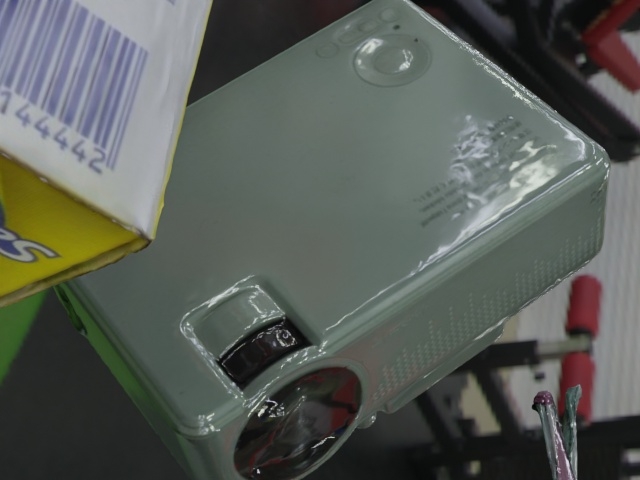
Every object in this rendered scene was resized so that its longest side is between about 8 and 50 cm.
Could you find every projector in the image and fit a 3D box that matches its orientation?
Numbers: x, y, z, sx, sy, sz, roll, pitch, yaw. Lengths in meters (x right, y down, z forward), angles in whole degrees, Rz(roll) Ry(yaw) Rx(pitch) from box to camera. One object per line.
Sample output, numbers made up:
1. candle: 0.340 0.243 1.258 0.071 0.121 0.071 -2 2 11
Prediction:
1. projector: 0.000 0.000 0.650 0.257 0.192 0.099 -32 141 -17

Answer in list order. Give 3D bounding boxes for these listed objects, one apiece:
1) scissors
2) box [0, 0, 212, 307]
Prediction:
1. scissors: 0.147 0.179 0.714 0.133 0.020 0.187 3 81 -55
2. box: -0.157 -0.112 0.355 0.265 0.097 0.168 33 50 -35
